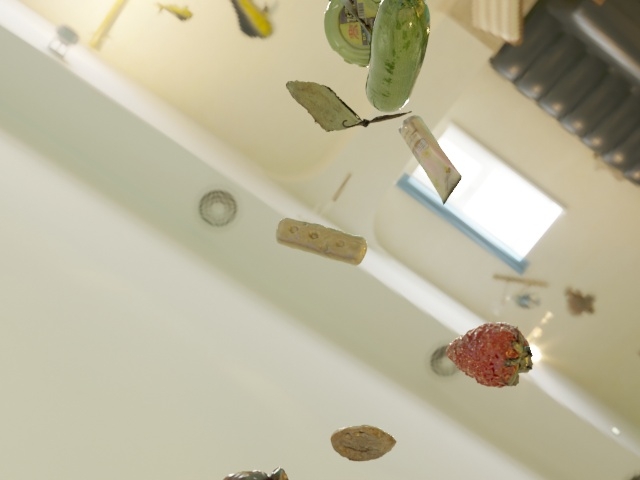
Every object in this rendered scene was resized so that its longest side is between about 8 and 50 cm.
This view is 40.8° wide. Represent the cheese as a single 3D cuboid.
[{"bbox_3d":[0.000,0.000,1.742,0.194,0.065,0.043,14,154,17],"label":"cheese"}]

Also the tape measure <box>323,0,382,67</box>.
[{"bbox_3d":[0.093,-0.421,1.646,0.106,0.175,0.200,-61,-42,-73],"label":"tape measure"}]

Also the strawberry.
[{"bbox_3d":[0.307,0.198,1.547,0.131,0.131,0.148,26,-175,-46],"label":"strawberry"}]

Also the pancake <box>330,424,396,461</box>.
[{"bbox_3d":[0.087,0.421,1.795,0.139,0.139,0.022,32,-138,-24],"label":"pancake"}]

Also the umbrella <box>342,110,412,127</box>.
[{"bbox_3d":[0.114,-0.237,1.698,0.022,0.149,0.022,106,151,-62],"label":"umbrella"}]

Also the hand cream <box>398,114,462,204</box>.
[{"bbox_3d":[0.158,-0.122,1.254,0.039,0.061,0.143,-5,-128,-32],"label":"hand cream"}]

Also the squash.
[{"bbox_3d":[0.133,-0.327,1.487,0.101,0.101,0.378,40,162,13],"label":"squash"}]

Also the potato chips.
[{"bbox_3d":[0.007,-0.319,2.061,0.209,0.026,0.142,18,141,26],"label":"potato chips"}]

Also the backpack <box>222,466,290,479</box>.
[{"bbox_3d":[-0.149,0.584,1.812,0.139,0.229,0.229,-8,164,30],"label":"backpack"}]
